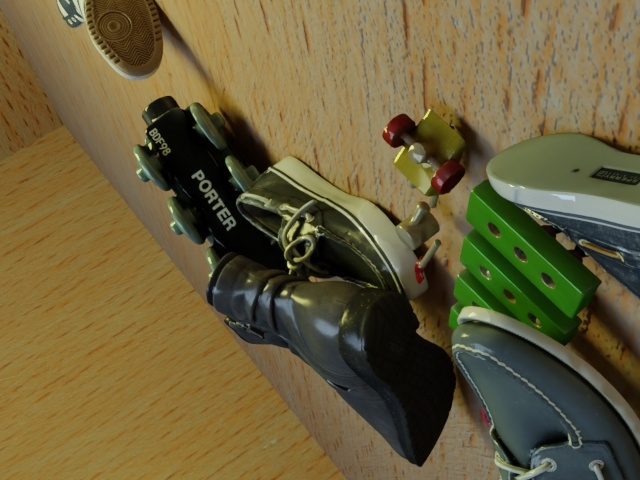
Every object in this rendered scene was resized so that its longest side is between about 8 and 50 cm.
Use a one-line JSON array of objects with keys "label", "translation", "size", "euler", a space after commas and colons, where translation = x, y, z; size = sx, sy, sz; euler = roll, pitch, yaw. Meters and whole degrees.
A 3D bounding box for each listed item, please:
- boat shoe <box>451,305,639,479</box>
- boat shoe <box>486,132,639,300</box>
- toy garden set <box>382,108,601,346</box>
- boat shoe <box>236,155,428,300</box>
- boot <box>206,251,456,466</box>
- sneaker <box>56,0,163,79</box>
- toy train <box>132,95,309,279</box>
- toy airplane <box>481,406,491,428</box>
[{"label": "boat shoe", "translation": [0.196, 0.183, 0.699], "size": [0.319, 0.099, 0.116], "euler": [49, 159, -23]}, {"label": "boat shoe", "translation": [0.173, -0.008, 0.528], "size": [0.183, 0.065, 0.083], "euler": [27, 147, 59]}, {"label": "toy garden set", "translation": [0.135, 0.013, 0.733], "size": [0.204, 0.049, 0.244], "euler": [47, 164, 23]}, {"label": "boat shoe", "translation": [-0.001, -0.003, 1.001], "size": [0.306, 0.105, 0.113], "euler": [40, 159, 45]}, {"label": "boot", "translation": [0.020, 0.129, 1.019], "size": [0.222, 0.118, 0.338], "euler": [14, 147, 31]}, {"label": "sneaker", "translation": [-0.308, -0.323, 1.274], "size": [0.282, 0.099, 0.153], "euler": [59, 161, 14]}, {"label": "toy train", "translation": [-0.130, -0.049, 1.231], "size": [0.334, 0.142, 0.190], "euler": [55, -176, 9]}, {"label": "toy airplane", "translation": [0.196, 0.166, 0.902], "size": [0.151, 0.028, 0.151], "euler": [49, 162, 21]}]
